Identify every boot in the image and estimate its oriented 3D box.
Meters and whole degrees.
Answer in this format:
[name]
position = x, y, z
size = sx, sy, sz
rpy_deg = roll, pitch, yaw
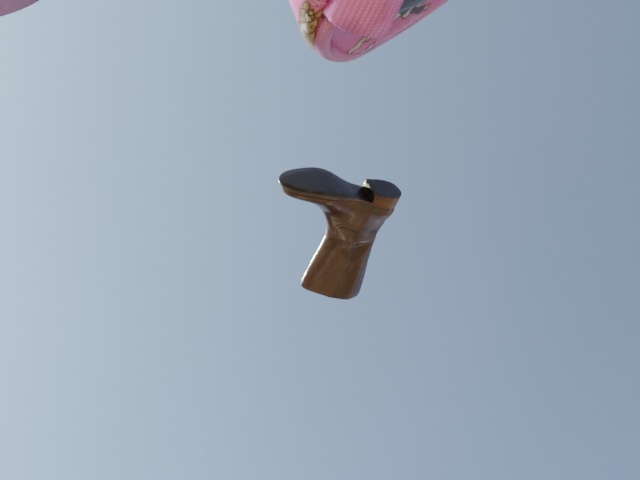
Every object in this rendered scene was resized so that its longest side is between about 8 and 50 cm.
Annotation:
[boot]
position = 0.000, 0.000, 0.891
size = 0.106, 0.037, 0.114
rpy_deg = 9, -53, -23

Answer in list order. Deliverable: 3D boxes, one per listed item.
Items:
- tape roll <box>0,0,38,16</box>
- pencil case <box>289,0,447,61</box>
[tape roll]
position = -0.306, -0.307, 0.873
size = 0.274, 0.090, 0.275
rpy_deg = 1, -44, 1
[pencil case]
position = -0.043, -0.275, 0.566
size = 0.167, 0.160, 0.386
rpy_deg = -37, -98, -4
